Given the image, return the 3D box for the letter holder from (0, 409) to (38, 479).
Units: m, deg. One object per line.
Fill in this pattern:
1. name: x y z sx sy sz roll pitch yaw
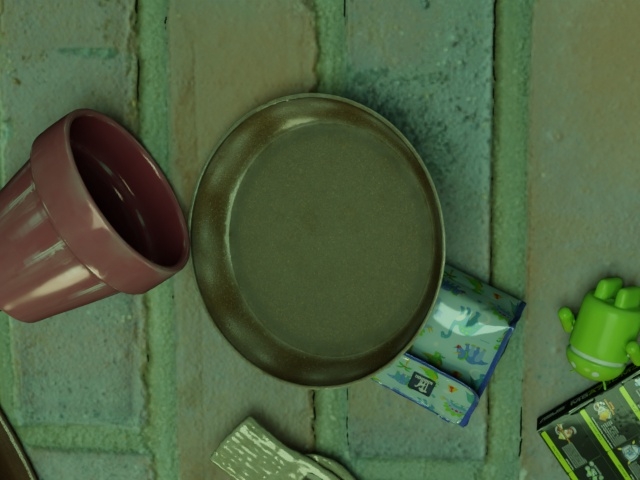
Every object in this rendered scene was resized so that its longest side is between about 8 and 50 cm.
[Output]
1. letter holder: -0.452 0.294 1.866 0.214 0.152 0.301 -24 99 12

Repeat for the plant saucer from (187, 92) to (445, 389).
1. plant saucer: 0.000 0.000 1.728 0.311 0.050 0.310 3 96 29

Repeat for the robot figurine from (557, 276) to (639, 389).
1. robot figurine: 0.302 0.098 1.738 0.101 0.067 0.115 26 109 31

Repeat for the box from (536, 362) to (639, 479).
1. box: 0.361 0.230 1.775 0.184 0.045 0.190 -33 97 17

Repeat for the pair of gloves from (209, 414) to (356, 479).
1. pair of gloves: -0.061 0.332 1.869 0.204 0.042 0.240 32 108 -3

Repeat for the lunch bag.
1. lunch bag: 0.129 0.113 1.759 0.129 0.096 0.151 28 116 7

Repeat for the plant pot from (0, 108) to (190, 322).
1. plant pot: -0.269 -0.010 1.737 0.180 0.201 0.201 -31 97 19
